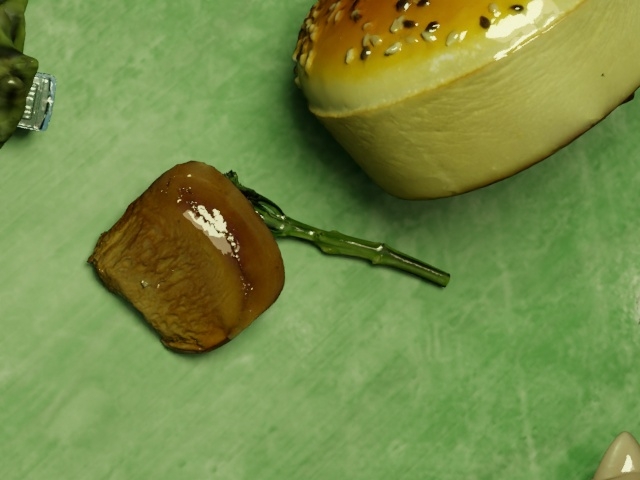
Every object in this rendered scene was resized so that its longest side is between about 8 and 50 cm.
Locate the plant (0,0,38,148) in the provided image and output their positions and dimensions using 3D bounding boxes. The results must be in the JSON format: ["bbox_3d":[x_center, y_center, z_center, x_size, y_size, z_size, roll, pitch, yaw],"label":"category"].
[{"bbox_3d":[-0.300,-0.064,1.273,0.180,0.333,0.251,13,45,-9],"label":"plant"}]

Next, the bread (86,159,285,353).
[{"bbox_3d":[-0.097,0.019,1.373,0.126,0.044,0.129,-40,100,10],"label":"bread"}]

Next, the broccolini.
[{"bbox_3d":[0.000,0.001,1.430,0.218,0.044,0.042,23,60,-16],"label":"broccolini"}]

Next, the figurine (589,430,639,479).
[{"bbox_3d":[0.243,0.232,1.414,0.125,0.125,0.138,32,89,-8],"label":"figurine"}]

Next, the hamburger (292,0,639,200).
[{"bbox_3d":[0.117,-0.160,1.361,0.300,0.300,0.176,-35,107,-18],"label":"hamburger"}]

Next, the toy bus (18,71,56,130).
[{"bbox_3d":[-0.273,-0.115,1.355,0.153,0.061,0.051,10,96,-12],"label":"toy bus"}]
